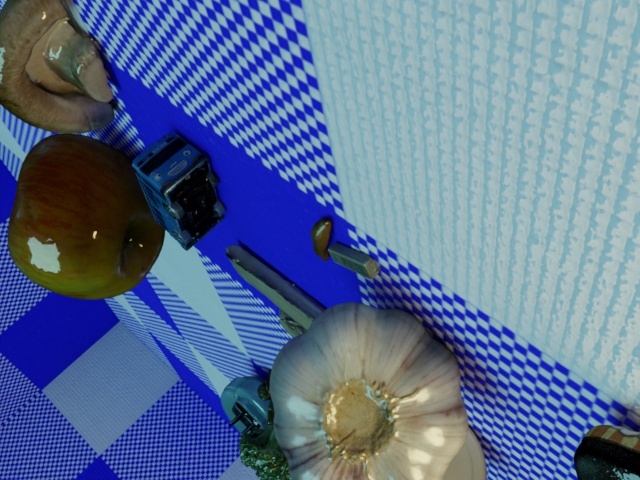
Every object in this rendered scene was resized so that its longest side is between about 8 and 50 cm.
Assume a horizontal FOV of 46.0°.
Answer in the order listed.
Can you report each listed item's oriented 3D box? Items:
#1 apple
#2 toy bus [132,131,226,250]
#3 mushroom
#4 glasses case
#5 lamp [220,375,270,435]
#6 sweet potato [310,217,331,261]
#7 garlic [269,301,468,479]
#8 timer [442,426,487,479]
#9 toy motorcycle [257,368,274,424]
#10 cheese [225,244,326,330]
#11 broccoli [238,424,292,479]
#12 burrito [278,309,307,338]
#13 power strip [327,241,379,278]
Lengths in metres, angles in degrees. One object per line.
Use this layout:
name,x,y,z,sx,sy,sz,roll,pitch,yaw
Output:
apple,-0.418,-0.035,1.382,0.301,0.301,0.301,40,159,18
toy bus,-0.214,-0.075,1.137,0.106,0.090,0.185,42,160,19
mushroom,-0.413,-0.246,1.122,0.156,0.151,0.286,39,159,24
glasses case,0.343,0.295,0.720,0.122,0.082,0.321,15,145,58
lamp,-0.158,0.431,1.902,0.209,0.147,0.284,41,168,10
sweet potato,0.000,0.000,0.941,0.026,0.026,0.115,41,161,15
garlic,0.067,0.190,0.950,0.245,0.245,0.253,44,-168,7
timer,0.141,0.357,1.142,0.175,0.175,0.266,41,164,16
toy motorcycle,-0.002,0.323,1.271,0.127,0.205,0.275,-18,148,33
cheese,-0.004,0.126,1.184,0.400,0.034,0.085,35,162,31
broccoli,-0.039,0.437,1.595,0.261,0.269,0.242,-121,25,-86
burrito,-0.016,0.167,1.269,0.149,0.041,0.055,36,145,37
power strip,0.038,0.024,0.919,0.083,0.017,0.027,22,147,47
